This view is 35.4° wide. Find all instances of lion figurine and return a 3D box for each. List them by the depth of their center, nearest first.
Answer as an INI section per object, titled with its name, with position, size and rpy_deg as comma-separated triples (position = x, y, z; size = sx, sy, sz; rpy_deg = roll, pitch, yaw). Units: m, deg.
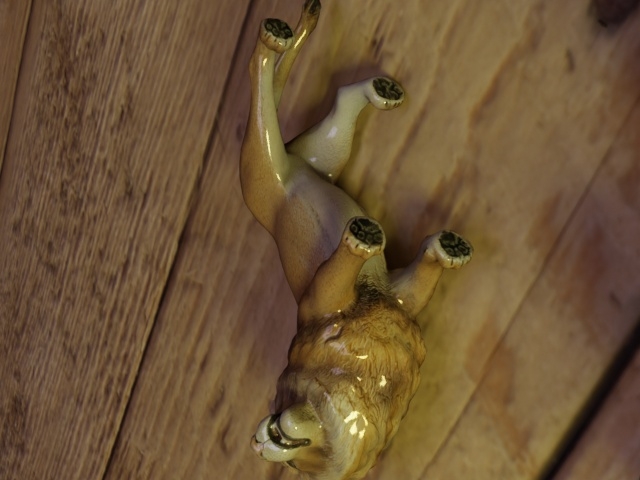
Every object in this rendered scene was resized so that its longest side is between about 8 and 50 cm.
[lion figurine]
position = 0.000, 0.000, 0.864
size = 0.240, 0.142, 0.392
rpy_deg = 119, 147, -48

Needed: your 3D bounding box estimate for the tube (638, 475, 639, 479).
[tube]
position = 0.237, 0.073, 0.597
size = 0.080, 0.052, 0.207
rpy_deg = 19, 103, 42
